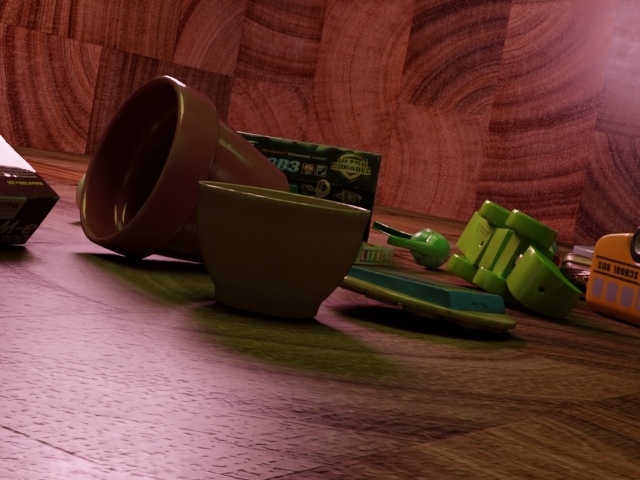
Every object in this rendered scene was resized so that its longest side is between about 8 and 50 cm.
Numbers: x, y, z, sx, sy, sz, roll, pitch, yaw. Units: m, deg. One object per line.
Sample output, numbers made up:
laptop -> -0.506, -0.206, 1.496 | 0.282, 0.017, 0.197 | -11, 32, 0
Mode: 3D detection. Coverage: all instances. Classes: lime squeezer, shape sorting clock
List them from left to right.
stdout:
lime squeezer -> 0.144, 0.009, 1.919 | 0.110, 0.058, 0.310 | 3, 5, -2
shape sorting clock -> 0.102, 0.060, 1.267 | 0.206, 0.040, 0.206 | 12, 1, 0

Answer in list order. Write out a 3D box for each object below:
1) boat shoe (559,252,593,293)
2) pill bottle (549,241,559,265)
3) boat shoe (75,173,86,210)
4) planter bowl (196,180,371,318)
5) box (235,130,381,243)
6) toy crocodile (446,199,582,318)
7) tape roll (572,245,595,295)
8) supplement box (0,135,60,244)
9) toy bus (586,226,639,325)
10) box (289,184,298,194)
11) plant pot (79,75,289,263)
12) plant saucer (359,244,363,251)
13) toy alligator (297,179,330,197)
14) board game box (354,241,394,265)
boat shoe -> 0.426, 0.067, 1.815 | 0.178, 0.060, 0.064 | 14, -18, 50
pill bottle -> 0.313, 0.028, 1.850 | 0.087, 0.087, 0.160 | 11, 5, 15
boat shoe -> -0.251, -0.053, 1.740 | 0.076, 0.080, 0.228 | 11, -3, 29
planter bowl -> -0.042, 0.011, 1.132 | 0.162, 0.109, 0.162 | 11, 5, -1
box -> -0.057, -0.083, 1.960 | 0.293, 0.073, 0.295 | 8, -16, 3
toy crocodile -> 0.256, 0.023, 1.643 | 0.105, 0.115, 0.340 | 29, 3, -11
tape roll -> 0.506, 0.062, 1.947 | 0.219, 0.072, 0.219 | 9, 5, -1
supplement box -> -0.398, -0.098, 1.264 | 0.239, 0.073, 0.130 | 43, 15, 15
toy bus -> 0.474, 0.060, 1.530 | 0.108, 0.130, 0.333 | 9, 5, -23
box -> -0.121, -0.039, 1.610 | 0.179, 0.105, 0.043 | 9, 5, -23
plant pot -> -0.142, -0.057, 1.376 | 0.180, 0.201, 0.201 | 26, -5, -32
plant saucer -> 0.000, 0.000, 1.712 | 0.119, 0.021, 0.119 | -2, 17, 1
toy alligator -> -0.046, -0.050, 1.852 | 0.190, 0.056, 0.051 | -21, -16, 34
board game box -> 0.017, 0.009, 1.813 | 0.154, 0.026, 0.103 | 14, 6, 39
